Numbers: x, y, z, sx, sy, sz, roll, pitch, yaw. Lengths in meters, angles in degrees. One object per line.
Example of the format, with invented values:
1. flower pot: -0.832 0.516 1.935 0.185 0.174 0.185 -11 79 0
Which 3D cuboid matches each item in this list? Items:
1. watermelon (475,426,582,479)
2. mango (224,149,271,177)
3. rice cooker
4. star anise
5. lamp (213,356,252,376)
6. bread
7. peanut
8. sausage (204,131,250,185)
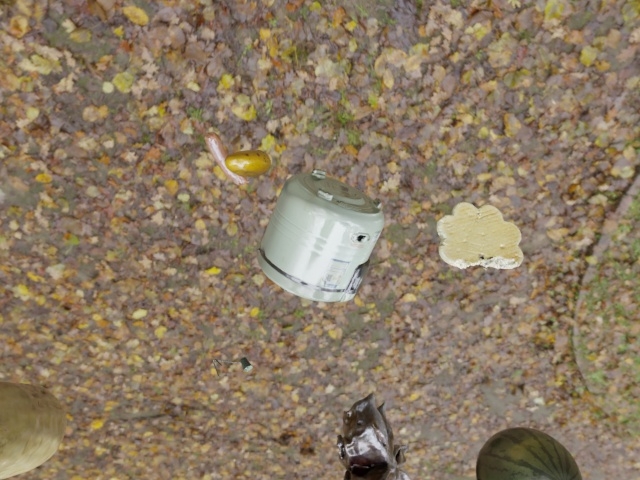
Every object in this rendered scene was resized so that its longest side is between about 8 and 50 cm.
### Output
1. watermelon: 0.224 0.263 0.558 0.105 0.105 0.133 11 167 -12
2. mango: -0.151 -0.161 1.034 0.079 0.114 0.057 -2 92 37
3. rice cooker: 0.000 0.000 0.986 0.226 0.226 0.244 18 108 -17
4. star anise: 0.085 0.385 0.825 0.109 0.236 0.223 -17 97 13
5. lamp: -0.278 0.393 1.582 0.121 0.054 0.041 3 130 -42
6. bread: 0.421 -0.013 1.324 0.251 0.182 0.039 3 159 -15
7. peanut: -0.595 0.342 0.887 0.192 0.169 0.387 -22 164 -12
8. sausage: -0.243 -0.206 1.276 0.047 0.040 0.177 -31 134 -1
